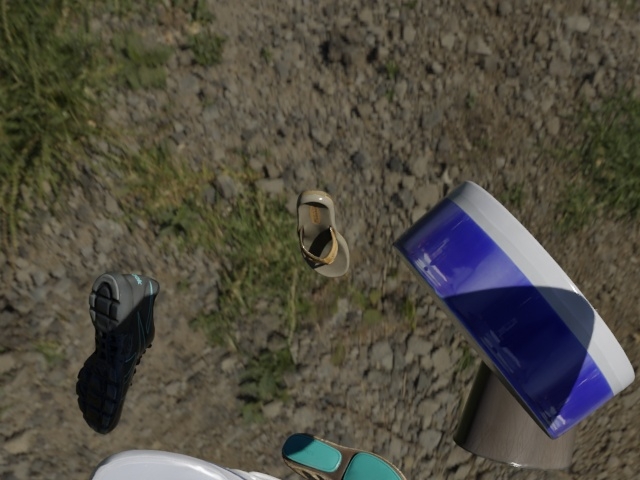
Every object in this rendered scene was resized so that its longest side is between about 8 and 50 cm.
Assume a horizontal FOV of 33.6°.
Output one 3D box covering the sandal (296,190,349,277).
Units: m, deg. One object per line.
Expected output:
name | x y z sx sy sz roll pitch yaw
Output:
sandal | 0.000 0.000 1.573 0.072 0.180 0.049 -5 48 7

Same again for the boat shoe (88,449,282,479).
boat shoe | -0.054 0.215 0.773 0.258 0.084 0.095 29 89 -19

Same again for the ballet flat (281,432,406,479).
ballet flat | 0.041 0.321 1.458 0.206 0.067 0.073 21 66 34

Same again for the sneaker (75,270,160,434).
sneaker | -0.310 0.179 1.674 0.101 0.106 0.267 21 105 36

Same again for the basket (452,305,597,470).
basket | 0.298 0.188 1.488 0.154 0.204 0.226 18 96 43

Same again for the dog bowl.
dog bowl | 0.194 0.071 1.088 0.104 0.265 0.265 -39 72 2
